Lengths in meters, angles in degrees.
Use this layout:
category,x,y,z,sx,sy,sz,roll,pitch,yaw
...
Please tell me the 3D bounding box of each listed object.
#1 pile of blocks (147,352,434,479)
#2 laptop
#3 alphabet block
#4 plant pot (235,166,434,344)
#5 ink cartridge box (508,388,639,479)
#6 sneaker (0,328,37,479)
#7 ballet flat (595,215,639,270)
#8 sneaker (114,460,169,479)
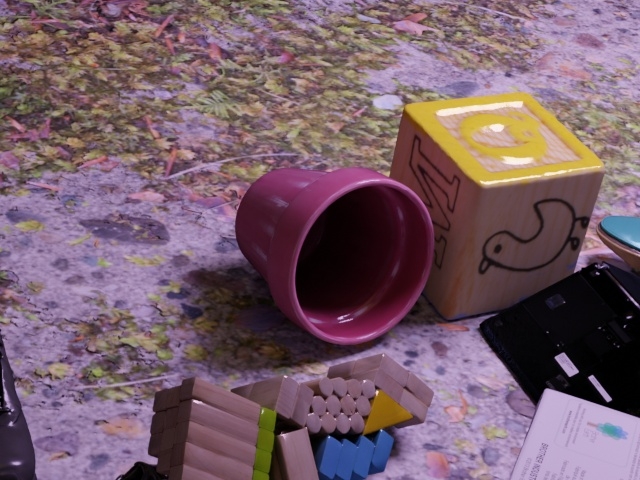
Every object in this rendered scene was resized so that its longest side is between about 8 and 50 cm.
category,x,y,z,sx,sy,sz,roll,pitch,yaw
pile of blocks,-0.039,0.204,1.559,0.362,0.149,0.112,-3,-11,-45
laptop,0.363,0.148,1.815,0.264,0.137,0.234,-27,42,-7
alphabet block,0.203,-0.047,1.895,0.192,0.197,0.193,-10,39,-27
plant pot,0.000,0.000,1.798,0.201,0.201,0.180,-15,25,-32
ink cartridge box,0.356,0.304,1.418,0.395,0.151,0.270,16,21,12
sneaker,-0.340,0.147,1.489,0.109,0.130,0.286,-2,23,-27
ballet flat,0.459,0.030,1.964,0.232,0.073,0.080,14,38,18
sneaker,-0.160,0.240,1.495,0.061,0.065,0.158,30,39,27
